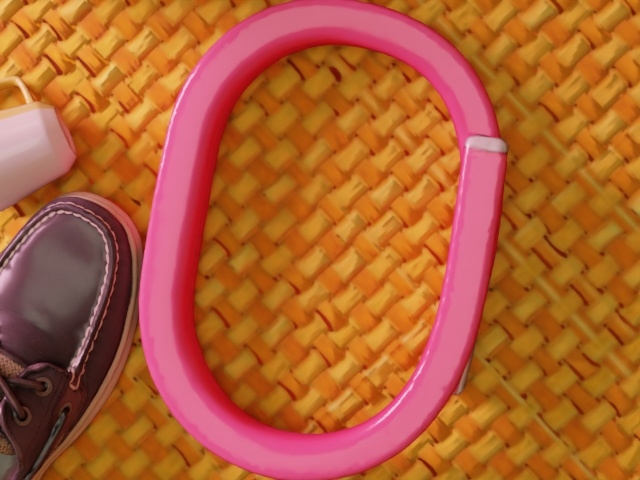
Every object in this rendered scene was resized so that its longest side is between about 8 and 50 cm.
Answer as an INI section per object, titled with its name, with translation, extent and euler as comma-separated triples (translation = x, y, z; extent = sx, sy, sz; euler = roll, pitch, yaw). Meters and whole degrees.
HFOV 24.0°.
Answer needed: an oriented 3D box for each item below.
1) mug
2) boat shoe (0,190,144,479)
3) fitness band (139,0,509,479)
[mug]
translation = -0.188, -0.062, 0.923
extent = 0.064, 0.062, 0.078
euler = -22, 96, 0
[boat shoe]
translation = -0.199, 0.103, 0.913
extent = 0.103, 0.092, 0.285
euler = 32, 96, 5
[fitness band]
translation = 0.000, 0.000, 0.904
extent = 0.209, 0.054, 0.291
euler = 11, 93, 7
